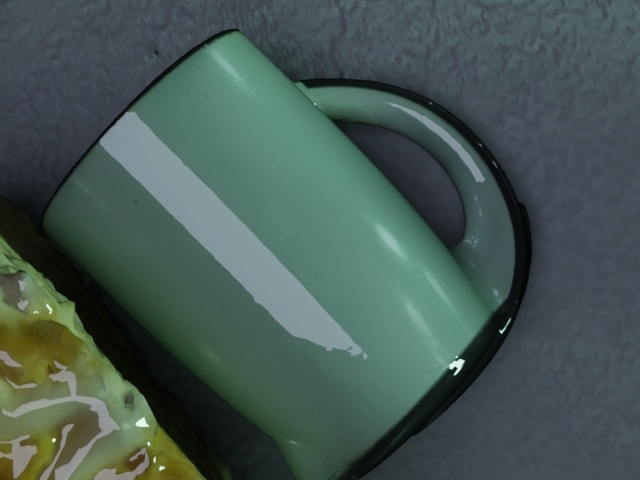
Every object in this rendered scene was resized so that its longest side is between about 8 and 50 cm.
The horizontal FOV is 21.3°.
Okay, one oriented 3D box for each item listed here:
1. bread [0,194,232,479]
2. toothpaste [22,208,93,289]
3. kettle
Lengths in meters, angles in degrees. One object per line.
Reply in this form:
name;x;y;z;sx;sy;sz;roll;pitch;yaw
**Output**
bread;-0.223;0.204;0.913;0.390;0.279;0.371;-37;100;1
toothpaste;-0.324;-0.009;1.085;0.392;0.061;0.099;9;92;15
kettle;0.000;0.000;0.971;0.236;0.161;0.221;45;73;4
